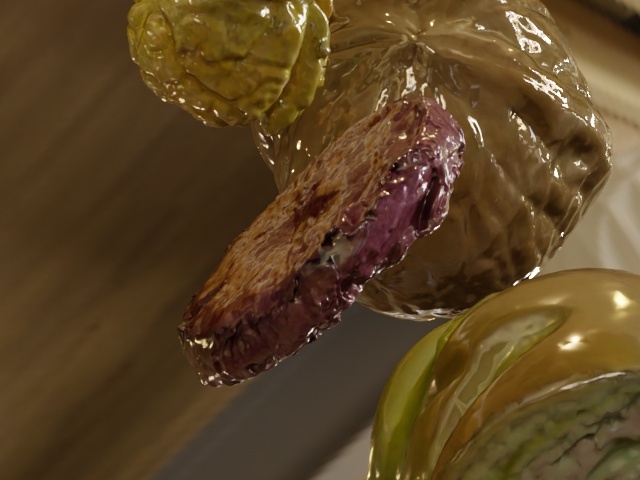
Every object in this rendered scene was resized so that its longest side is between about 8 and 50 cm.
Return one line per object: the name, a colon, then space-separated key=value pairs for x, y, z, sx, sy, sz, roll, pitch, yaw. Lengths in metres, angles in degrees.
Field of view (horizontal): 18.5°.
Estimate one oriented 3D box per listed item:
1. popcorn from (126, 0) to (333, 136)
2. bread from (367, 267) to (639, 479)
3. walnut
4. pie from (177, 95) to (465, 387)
popcorn: x=-0.026 y=-0.087 z=0.747 sx=0.084 sy=0.084 sz=0.084 roll=-24 pitch=-25 yaw=-12
bread: x=0.083 y=0.109 z=0.723 sx=0.158 sy=0.156 sz=0.260 roll=-16 pitch=-56 yaw=-2
walnut: x=0.068 y=-0.063 z=1.206 sx=0.228 sy=0.228 sz=0.228 roll=-24 pitch=-25 yaw=-12
pie: x=0.000 y=0.000 z=0.819 sx=0.154 sy=0.036 sz=0.154 roll=-41 pitch=14 yaw=12
